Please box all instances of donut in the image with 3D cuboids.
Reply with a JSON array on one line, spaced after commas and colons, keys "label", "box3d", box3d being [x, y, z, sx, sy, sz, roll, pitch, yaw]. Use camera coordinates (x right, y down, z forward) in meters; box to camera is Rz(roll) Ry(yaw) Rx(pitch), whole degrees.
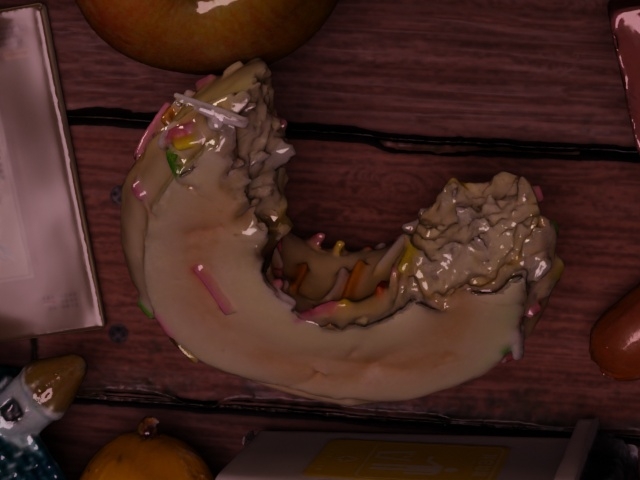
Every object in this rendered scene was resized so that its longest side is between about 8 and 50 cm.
[{"label": "donut", "box3d": [0.004, 0.007, 1.629, 0.371, 0.150, 0.307, 22, 134, -12]}]

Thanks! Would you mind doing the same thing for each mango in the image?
[{"label": "mango", "box3d": [-0.169, 0.312, 1.767, 0.176, 0.119, 0.317, 21, 110, 28]}]

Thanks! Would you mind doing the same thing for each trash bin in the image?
[{"label": "trash bin", "box3d": [0.093, 0.310, 1.685, 0.367, 0.256, 0.296, 5, 104, 13]}]

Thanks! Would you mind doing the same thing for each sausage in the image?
[{"label": "sausage", "box3d": [0.323, 0.054, 1.680, 0.197, 0.076, 0.076, -37, 94, 14]}]

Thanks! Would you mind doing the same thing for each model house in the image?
[{"label": "model house", "box3d": [-0.339, 0.188, 1.728, 0.291, 0.184, 0.253, -39, 74, 9]}]

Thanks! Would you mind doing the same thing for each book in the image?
[{"label": "book", "box3d": [-0.332, -0.053, 1.774, 0.217, 0.021, 0.310, -8, 100, 9]}]

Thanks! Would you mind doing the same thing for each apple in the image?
[{"label": "apple", "box3d": [-0.100, -0.260, 1.587, 0.264, 0.264, 0.264, 2, 102, 7]}]

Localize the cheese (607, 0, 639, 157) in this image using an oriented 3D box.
[{"label": "cheese", "box3d": [0.350, -0.124, 1.612, 0.177, 0.128, 0.203, -13, 98, 11]}]
